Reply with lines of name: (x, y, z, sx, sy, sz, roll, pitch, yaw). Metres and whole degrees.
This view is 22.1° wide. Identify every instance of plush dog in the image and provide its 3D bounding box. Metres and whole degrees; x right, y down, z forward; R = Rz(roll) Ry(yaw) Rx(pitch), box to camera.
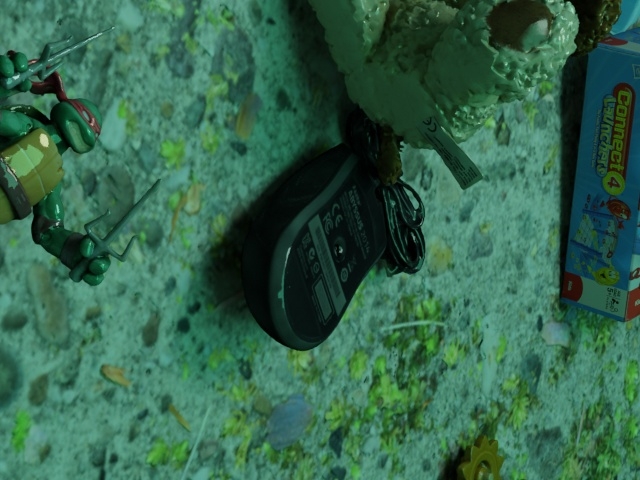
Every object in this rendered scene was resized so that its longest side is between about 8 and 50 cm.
plush dog: (0.129, -0.177, 1.430, 0.225, 0.262, 0.210, -37, 142, -39)

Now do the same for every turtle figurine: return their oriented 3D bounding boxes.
turtle figurine: (-0.213, -0.038, 1.134, 0.234, 0.118, 0.175, -41, 115, -18)

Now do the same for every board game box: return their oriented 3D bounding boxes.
board game box: (0.404, -0.097, 1.865, 0.308, 0.086, 0.302, -22, 123, -46)

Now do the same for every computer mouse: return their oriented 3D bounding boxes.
computer mouse: (0.000, 0.000, 1.447, 0.272, 0.072, 0.188, -47, 131, -49)

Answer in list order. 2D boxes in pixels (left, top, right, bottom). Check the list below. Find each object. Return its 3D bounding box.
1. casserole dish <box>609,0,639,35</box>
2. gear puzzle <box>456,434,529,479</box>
casserole dish: (0.295, -0.300, 1.747, 0.188, 0.037, 0.114, 46, 63, -47)
gear puzzle: (0.182, 0.357, 1.774, 0.175, 0.044, 0.339, -45, 131, -41)
